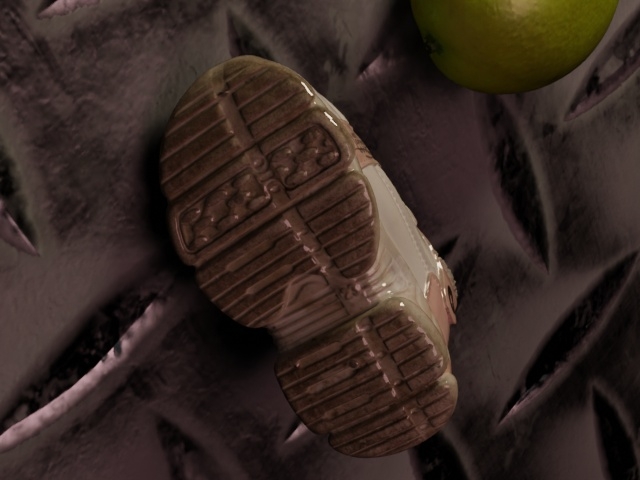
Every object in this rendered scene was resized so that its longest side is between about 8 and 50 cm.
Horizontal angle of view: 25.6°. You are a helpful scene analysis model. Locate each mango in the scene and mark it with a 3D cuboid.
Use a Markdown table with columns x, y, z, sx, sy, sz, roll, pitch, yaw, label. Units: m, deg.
| x | y | z | sx | sy | sz | roll | pitch | yaw | label |
| --- | --- | --- | --- | --- | --- | --- | --- | --- | --- |
| 0.196 | -0.232 | 1.329 | 0.273 | 0.149 | 0.185 | -12 | 109 | -50 | mango |

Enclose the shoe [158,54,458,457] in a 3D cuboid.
| x | y | z | sx | sy | sz | roll | pitch | yaw | label |
| --- | --- | --- | --- | --- | --- | --- | --- | --- | --- |
| -0.003 | 0.000 | 1.195 | 0.351 | 0.172 | 0.198 | 65 | 17 | -15 | shoe |
